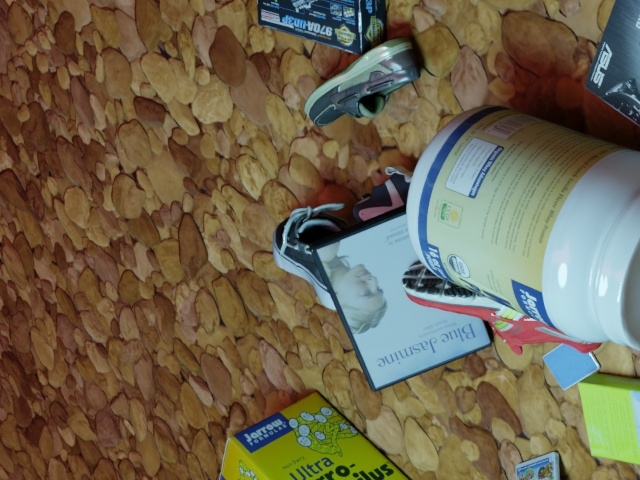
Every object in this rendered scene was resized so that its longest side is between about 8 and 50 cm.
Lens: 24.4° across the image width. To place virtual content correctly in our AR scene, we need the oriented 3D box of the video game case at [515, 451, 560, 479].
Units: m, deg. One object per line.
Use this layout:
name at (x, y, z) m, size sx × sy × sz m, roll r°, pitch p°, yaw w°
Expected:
video game case at (0.300, 0.360, 2.034) m, size 0.087 × 0.011 × 0.122 m, roll -34°, pitch 48°, yaw 53°

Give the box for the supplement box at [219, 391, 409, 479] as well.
supplement box at (0.023, 0.444, 2.319) m, size 0.356 × 0.194 × 0.195 m, roll 41°, pitch 136°, yaw 30°

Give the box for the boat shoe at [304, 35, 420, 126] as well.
boat shoe at (0.057, -0.202, 2.031) m, size 0.223 × 0.080 × 0.073 m, roll -35°, pitch 76°, yaw 48°

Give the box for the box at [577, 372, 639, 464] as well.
box at (0.411, 0.230, 1.855) m, size 0.178 × 0.042 × 0.109 m, roll 4°, pitch 113°, yaw 49°

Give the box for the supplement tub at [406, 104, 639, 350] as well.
supplement tub at (0.282, -0.016, 1.729) m, size 0.316 × 0.228 × 0.228 m, roll 25°, pitch 127°, yaw 42°

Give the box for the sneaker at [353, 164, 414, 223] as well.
sneaker at (0.108, 0.001, 2.065) m, size 0.153 × 0.094 × 0.235 m, roll 36°, pitch 133°, yaw 36°

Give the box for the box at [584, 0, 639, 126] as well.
box at (0.403, -0.220, 1.615) m, size 0.183 × 0.056 × 0.231 m, roll 43°, pitch 137°, yaw 29°

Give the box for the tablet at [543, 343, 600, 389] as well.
tablet at (0.330, 0.160, 1.948) m, size 0.054 × 0.006 × 0.083 m, roll 58°, pitch 143°, yaw 10°

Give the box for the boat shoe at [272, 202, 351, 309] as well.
boat shoe at (-0.004, 0.001, 2.126) m, size 0.306 × 0.113 × 0.105 m, roll -124°, pitch 22°, yaw -67°

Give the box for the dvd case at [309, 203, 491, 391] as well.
dvd case at (0.111, 0.075, 1.994) m, size 0.022 × 0.180 × 0.253 m, roll -109°, pitch -4°, yaw -61°

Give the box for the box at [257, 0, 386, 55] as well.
box at (-0.004, -0.365, 2.042) m, size 0.220 × 0.051 × 0.175 m, roll 23°, pitch 125°, yaw 43°

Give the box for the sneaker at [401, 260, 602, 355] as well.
sneaker at (0.234, 0.092, 1.901) m, size 0.279 × 0.107 × 0.118 m, roll 10°, pitch 128°, yaw 23°
